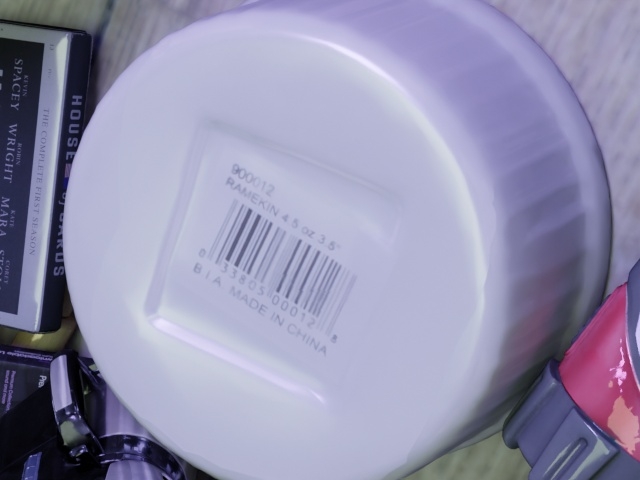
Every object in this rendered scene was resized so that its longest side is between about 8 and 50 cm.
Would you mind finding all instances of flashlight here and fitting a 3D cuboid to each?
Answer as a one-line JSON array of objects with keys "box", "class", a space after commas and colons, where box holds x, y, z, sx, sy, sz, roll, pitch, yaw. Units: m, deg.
[{"box": [0.213, 0.009, 0.793, 0.103, 0.103, 0.304, 27, 111, -29], "class": "flashlight"}]

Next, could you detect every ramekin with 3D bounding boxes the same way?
[{"box": [0.000, 0.000, 0.873, 0.277, 0.135, 0.277, 6, 103, 24], "class": "ramekin"}]

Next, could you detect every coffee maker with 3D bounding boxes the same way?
[{"box": [-0.135, 0.164, 0.919, 0.120, 0.178, 0.171, 33, 104, -15], "class": "coffee maker"}]

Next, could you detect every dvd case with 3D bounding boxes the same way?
[{"box": [-0.252, -0.052, 1.021, 0.238, 0.029, 0.179, 10, 98, 26], "class": "dvd case"}]

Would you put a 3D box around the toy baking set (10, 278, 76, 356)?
[{"box": [-0.249, 0.047, 1.059, 0.196, 0.030, 0.256, 34, 107, 21], "class": "toy baking set"}]

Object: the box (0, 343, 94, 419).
[{"box": [-0.202, 0.118, 1.008, 0.162, 0.029, 0.116, 9, 110, -8], "class": "box"}]
